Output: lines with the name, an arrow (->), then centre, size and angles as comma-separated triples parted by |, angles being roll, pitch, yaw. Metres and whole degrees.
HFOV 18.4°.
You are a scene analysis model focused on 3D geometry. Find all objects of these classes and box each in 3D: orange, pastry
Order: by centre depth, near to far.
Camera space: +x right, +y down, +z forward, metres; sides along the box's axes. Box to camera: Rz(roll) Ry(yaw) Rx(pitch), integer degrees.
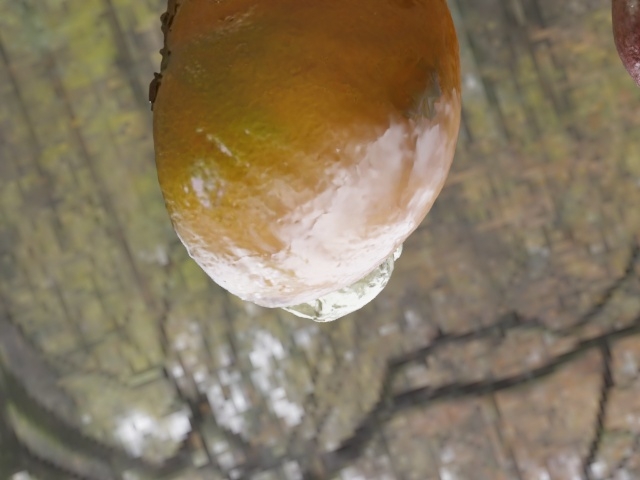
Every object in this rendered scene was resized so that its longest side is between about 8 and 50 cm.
orange -> -0.009, -0.108, 1.594 | 0.310, 0.274, 0.274 | -57, -175, 10
pastry -> 0.000, 0.000, 2.003 | 0.166, 0.166, 0.088 | -19, 150, -1

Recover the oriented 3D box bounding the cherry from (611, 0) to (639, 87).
cherry -> 0.418, -0.262, 2.080 | 0.300, 0.230, 0.203 | -63, -156, -2
